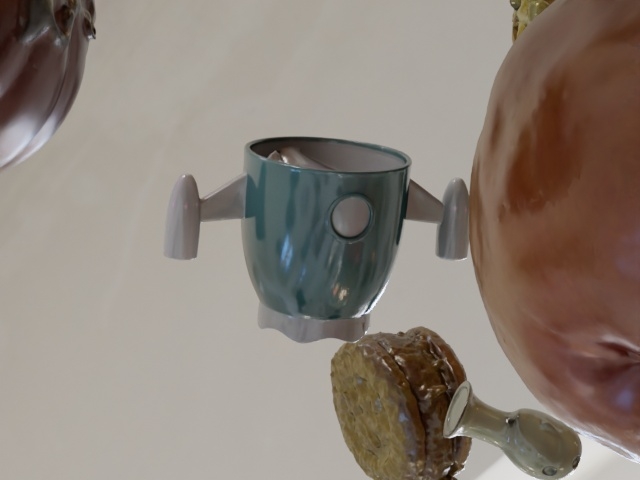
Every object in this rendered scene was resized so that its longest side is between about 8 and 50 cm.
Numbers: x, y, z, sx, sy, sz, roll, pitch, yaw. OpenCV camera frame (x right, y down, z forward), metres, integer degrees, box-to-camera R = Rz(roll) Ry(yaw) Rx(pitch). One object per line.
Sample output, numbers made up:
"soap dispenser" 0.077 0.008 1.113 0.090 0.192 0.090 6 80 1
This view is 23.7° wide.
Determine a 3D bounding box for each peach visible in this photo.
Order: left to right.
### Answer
"peach" 0.238 -0.017 0.821 0.342 0.343 0.302 37 -126 -6

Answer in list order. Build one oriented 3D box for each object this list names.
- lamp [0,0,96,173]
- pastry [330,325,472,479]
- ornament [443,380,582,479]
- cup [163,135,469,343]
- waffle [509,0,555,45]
"lamp" -0.270 -0.176 0.959 0.303 0.257 0.303 -16 -90 -82
"pastry" 0.105 0.240 2.105 0.132 0.235 0.240 -6 -162 -23
"ornament" 0.220 0.216 1.706 0.156 0.081 0.075 25 -134 -9
"cup" 0.000 0.000 1.433 0.299 0.173 0.167 0 -164 -17
"waffle" 0.221 -0.138 1.474 0.056 0.261 0.250 -8 -114 3
